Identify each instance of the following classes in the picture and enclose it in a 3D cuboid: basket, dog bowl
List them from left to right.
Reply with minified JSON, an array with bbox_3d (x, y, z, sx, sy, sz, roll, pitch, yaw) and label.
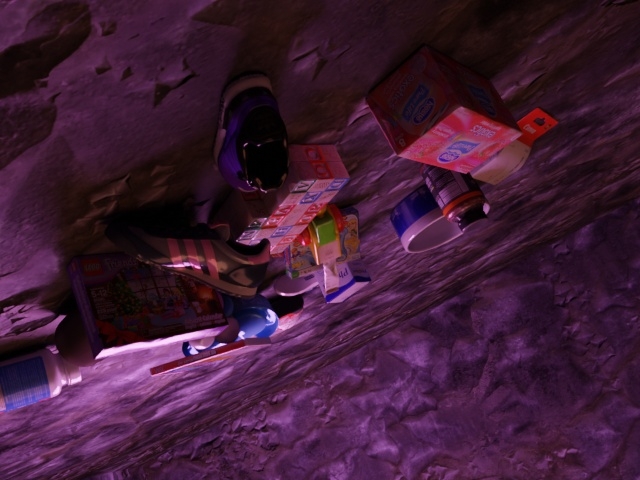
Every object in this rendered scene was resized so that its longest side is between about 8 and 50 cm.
[{"bbox_3d":[-0.475,0.180,1.465,0.227,0.154,0.204,-33,158,31],"label":"basket"},{"bbox_3d":[-0.267,0.252,1.926,0.297,0.074,0.166,-28,136,8],"label":"dog bowl"},{"bbox_3d":[0.333,-0.075,1.857,0.265,0.104,0.265,-23,160,-9],"label":"dog bowl"}]

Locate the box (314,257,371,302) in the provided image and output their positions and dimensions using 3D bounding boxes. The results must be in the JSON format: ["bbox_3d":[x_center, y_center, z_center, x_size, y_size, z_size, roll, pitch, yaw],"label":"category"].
[{"bbox_3d":[0.056,0.089,1.884,0.072,0.137,0.126,0,148,-49],"label":"box"}]

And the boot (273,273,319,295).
[{"bbox_3d":[-0.064,0.136,1.956,0.190,0.069,0.086,-14,155,-33],"label":"boot"}]

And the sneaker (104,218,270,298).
[{"bbox_3d":[-0.245,0.001,1.274,0.319,0.112,0.131,22,104,-26],"label":"sneaker"}]

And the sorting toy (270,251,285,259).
[{"bbox_3d":[-0.098,0.031,1.669,0.042,0.061,0.102,-34,136,23],"label":"sorting toy"}]

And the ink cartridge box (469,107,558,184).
[{"bbox_3d":[0.508,-0.238,1.736,0.232,0.066,0.189,-32,160,29],"label":"ink cartridge box"}]

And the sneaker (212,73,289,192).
[{"bbox_3d":[-0.111,-0.132,1.114,0.102,0.146,0.293,-20,159,-15],"label":"sneaker"}]

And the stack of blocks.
[{"bbox_3d":[-0.095,-0.074,1.364,0.171,0.087,0.297,-8,154,-40],"label":"stack of blocks"}]

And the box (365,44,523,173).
[{"bbox_3d":[0.245,-0.240,1.277,0.154,0.142,0.300,-36,158,30],"label":"box"}]

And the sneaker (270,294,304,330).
[{"bbox_3d":[-0.179,0.260,2.102,0.270,0.090,0.145,-22,158,-17],"label":"sneaker"}]

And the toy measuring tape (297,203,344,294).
[{"bbox_3d":[0.000,0.000,1.581,0.121,0.121,0.330,-22,144,-10],"label":"toy measuring tape"}]

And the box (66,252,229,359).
[{"bbox_3d":[-0.353,0.120,1.375,0.293,0.201,0.057,-6,153,-45],"label":"box"}]

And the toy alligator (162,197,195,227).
[{"bbox_3d":[-0.286,-0.014,1.338,0.056,0.051,0.190,-10,155,-37],"label":"toy alligator"}]

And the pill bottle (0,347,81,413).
[{"bbox_3d":[-0.703,0.333,1.600,0.221,0.124,0.124,-14,157,-27],"label":"pill bottle"}]

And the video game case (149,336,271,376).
[{"bbox_3d":[-0.296,0.318,1.820,0.285,0.025,0.204,-19,169,10],"label":"video game case"}]

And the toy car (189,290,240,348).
[{"bbox_3d":[-0.303,0.195,1.751,0.182,0.159,0.136,-4,115,-45],"label":"toy car"}]

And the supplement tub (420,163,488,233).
[{"bbox_3d":[0.329,-0.117,1.606,0.106,0.198,0.106,-23,161,-8],"label":"supplement tub"}]

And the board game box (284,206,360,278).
[{"bbox_3d":[0.004,0.005,1.653,0.201,0.035,0.136,-17,119,-24],"label":"board game box"}]
